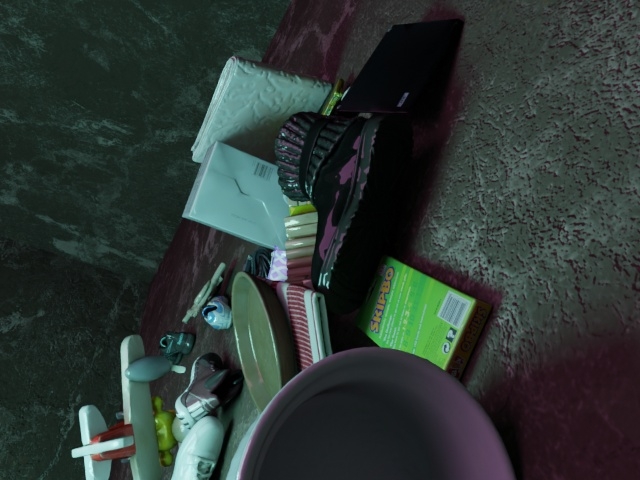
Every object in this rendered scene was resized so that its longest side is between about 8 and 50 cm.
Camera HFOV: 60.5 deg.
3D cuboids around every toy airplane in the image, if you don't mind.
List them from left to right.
[{"bbox_3d":[-0.428,0.484,1.375,0.384,0.272,0.386,-104,4,-59],"label":"toy airplane"}]

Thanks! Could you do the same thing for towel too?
[{"bbox_3d":[-0.165,-0.339,1.520,0.053,0.331,0.317,56,128,29],"label":"towel"},{"bbox_3d":[-0.047,0.187,0.965,0.329,0.037,0.237,180,81,-67],"label":"towel"},{"bbox_3d":[0.004,-0.309,1.448,0.237,0.021,0.102,-59,10,36],"label":"towel"}]

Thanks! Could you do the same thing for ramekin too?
[{"bbox_3d":[0.039,0.253,0.527,0.135,0.277,0.277,134,150,-59],"label":"ramekin"}]

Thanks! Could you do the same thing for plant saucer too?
[{"bbox_3d":[-0.108,0.190,1.012,0.278,0.041,0.278,170,90,-66],"label":"plant saucer"}]

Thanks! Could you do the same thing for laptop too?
[{"bbox_3d":[0.135,-0.287,1.066,0.234,0.136,0.264,-58,-8,-19],"label":"laptop"}]

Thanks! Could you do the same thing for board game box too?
[{"bbox_3d":[0.127,0.105,0.766,0.124,0.039,0.259,-67,24,3],"label":"board game box"}]

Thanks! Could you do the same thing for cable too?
[{"bbox_3d":[-0.177,0.112,1.497,0.150,0.047,0.185,-8,65,58],"label":"cable"}]

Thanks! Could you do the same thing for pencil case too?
[{"bbox_3d":[-0.092,0.115,1.217,0.086,0.088,0.206,-14,58,67],"label":"pencil case"}]

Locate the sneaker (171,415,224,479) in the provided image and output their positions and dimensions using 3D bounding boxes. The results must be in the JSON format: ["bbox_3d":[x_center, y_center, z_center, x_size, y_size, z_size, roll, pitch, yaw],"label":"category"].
[{"bbox_3d":[-0.270,0.563,1.234,0.169,0.108,0.293,14,79,55],"label":"sneaker"}]

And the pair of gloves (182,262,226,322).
[{"bbox_3d":[-0.385,0.185,1.845,0.204,0.042,0.240,-58,6,-26],"label":"pair of gloves"}]

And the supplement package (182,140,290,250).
[{"bbox_3d":[-0.197,-0.111,1.439,0.145,0.261,0.204,5,75,68],"label":"supplement package"}]

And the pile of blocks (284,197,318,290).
[{"bbox_3d":[0.000,0.000,1.117,0.112,0.149,0.362,-9,63,16],"label":"pile of blocks"}]

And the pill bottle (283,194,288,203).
[{"bbox_3d":[-0.040,-0.163,1.351,0.087,0.087,0.160,-43,33,49],"label":"pill bottle"}]

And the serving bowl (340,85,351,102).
[{"bbox_3d":[0.070,-0.345,1.338,0.083,0.027,0.083,-52,26,38],"label":"serving bowl"}]

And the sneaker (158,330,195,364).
[{"bbox_3d":[-0.552,0.390,2.048,0.267,0.106,0.101,-43,34,51],"label":"sneaker"}]

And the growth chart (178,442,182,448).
[{"bbox_3d":[-0.358,0.526,1.566,0.237,0.021,0.172,-69,22,2],"label":"growth chart"}]

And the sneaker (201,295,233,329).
[{"bbox_3d":[-0.327,0.215,1.696,0.237,0.086,0.085,13,84,70],"label":"sneaker"}]

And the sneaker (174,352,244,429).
[{"bbox_3d":[-0.255,0.356,1.409,0.162,0.106,0.281,-32,16,13],"label":"sneaker"}]

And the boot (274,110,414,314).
[{"bbox_3d":[0.008,-0.061,0.958,0.260,0.131,0.348,11,80,46],"label":"boot"}]
